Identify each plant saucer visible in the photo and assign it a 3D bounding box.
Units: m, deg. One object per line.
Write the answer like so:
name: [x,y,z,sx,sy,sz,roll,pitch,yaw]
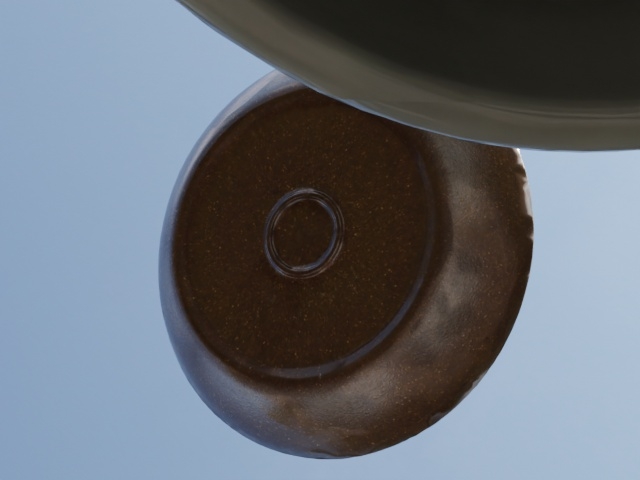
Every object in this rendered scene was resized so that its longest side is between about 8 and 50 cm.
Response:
plant saucer: [0.000,0.000,0.820,0.036,0.199,0.198,23,-92,-60]

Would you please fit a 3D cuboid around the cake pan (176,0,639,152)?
cake pan: [0.064,-0.161,0.325,0.293,0.054,0.293,-8,-64,-16]
